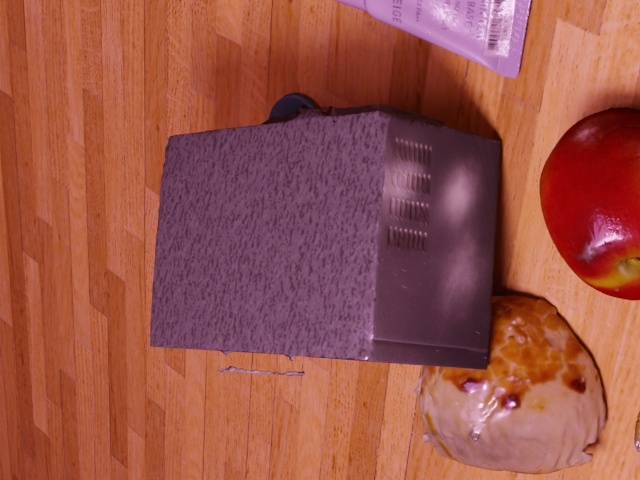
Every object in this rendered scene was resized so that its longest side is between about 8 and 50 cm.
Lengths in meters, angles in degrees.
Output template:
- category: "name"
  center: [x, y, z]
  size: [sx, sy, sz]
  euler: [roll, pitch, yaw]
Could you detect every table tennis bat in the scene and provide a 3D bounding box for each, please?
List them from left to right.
- category: "table tennis bat"
  center: [-0.055, -0.152, 1.991]
  size: [0.201, 0.033, 0.124]
  euler: [-26, 88, 50]

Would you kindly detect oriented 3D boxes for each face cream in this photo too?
- category: "face cream"
  center: [0.142, -0.313, 1.638]
  size: [0.274, 0.096, 0.154]
  euler: [22, 123, 25]

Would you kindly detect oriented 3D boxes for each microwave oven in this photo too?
- category: "microwave oven"
  center: [0.000, 0.000, 1.742]
  size: [0.432, 0.236, 0.374]
  euler: [-2, 81, 45]

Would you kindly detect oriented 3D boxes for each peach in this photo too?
- category: "peach"
  center: [0.357, -0.049, 1.488]
  size: [0.196, 0.226, 0.190]
  euler: [-15, 137, 19]

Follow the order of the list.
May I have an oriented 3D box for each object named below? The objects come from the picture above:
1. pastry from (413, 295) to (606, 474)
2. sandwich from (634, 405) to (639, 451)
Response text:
- category: "pastry"
  center: [0.239, 0.209, 1.735]
  size: [0.256, 0.170, 0.237]
  euler: [6, 117, 43]
- category: "sandwich"
  center: [0.454, 0.262, 1.574]
  size: [0.090, 0.088, 0.244]
  euler: [-20, 94, 48]
